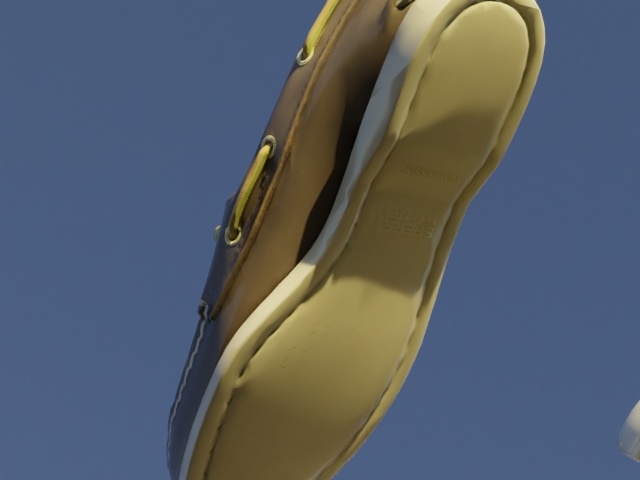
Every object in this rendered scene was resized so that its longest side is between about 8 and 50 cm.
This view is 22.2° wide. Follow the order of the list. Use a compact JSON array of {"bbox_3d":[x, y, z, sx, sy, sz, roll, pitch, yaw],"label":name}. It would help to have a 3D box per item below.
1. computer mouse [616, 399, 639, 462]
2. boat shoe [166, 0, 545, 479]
[{"bbox_3d":[0.283,0.098,1.059,0.193,0.106,0.042,-16,-71,10],"label":"computer mouse"},{"bbox_3d":[0.000,0.000,0.850,0.117,0.097,0.324,14,-73,-42],"label":"boat shoe"}]
